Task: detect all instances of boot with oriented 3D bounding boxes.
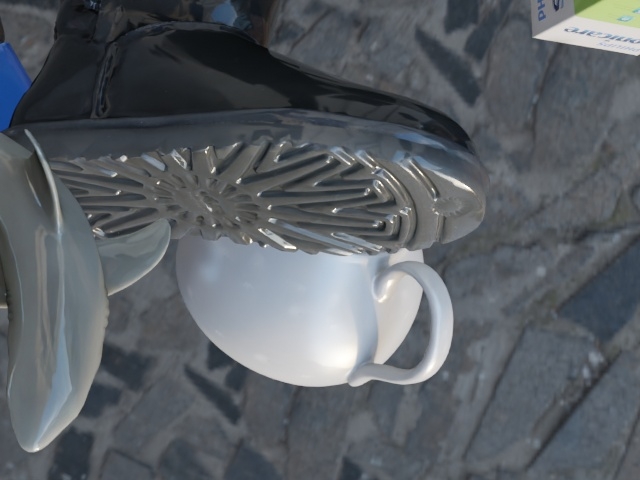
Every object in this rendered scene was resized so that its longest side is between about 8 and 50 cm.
[{"bbox_3d":[-0.031,-0.221,0.972,0.367,0.445,0.146,4,152,17],"label":"boot"}]

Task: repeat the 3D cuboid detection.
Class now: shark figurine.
[{"bbox_3d":[-0.193,-0.036,0.742,0.278,0.166,0.116,42,150,13],"label":"shark figurine"}]

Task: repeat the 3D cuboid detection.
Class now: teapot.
[{"bbox_3d":[0.000,0.000,1.203,0.256,0.252,0.187,25,128,-7],"label":"teapot"}]

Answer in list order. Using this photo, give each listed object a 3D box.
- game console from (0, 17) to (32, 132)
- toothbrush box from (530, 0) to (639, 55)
[{"bbox_3d":[-0.436,-0.109,1.265,0.250,0.293,0.173,15,124,39],"label":"game console"},{"bbox_3d":[0.287,-0.289,1.013,0.122,0.206,0.283,5,166,-28],"label":"toothbrush box"}]
